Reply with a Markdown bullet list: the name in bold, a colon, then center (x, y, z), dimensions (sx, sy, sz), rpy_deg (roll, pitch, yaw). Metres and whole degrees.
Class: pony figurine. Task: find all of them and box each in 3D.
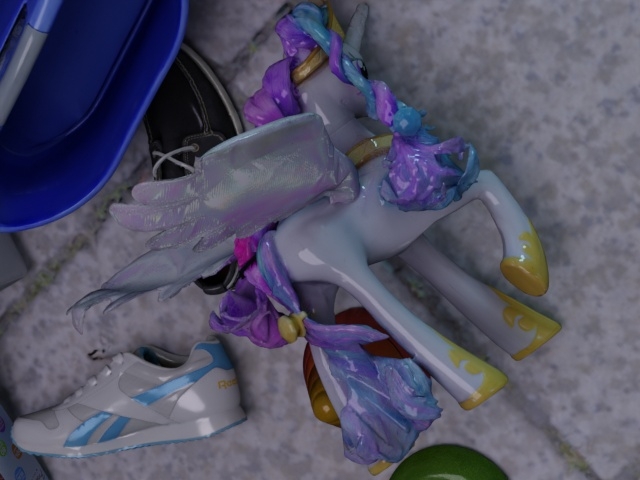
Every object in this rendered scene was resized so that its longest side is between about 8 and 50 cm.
- **pony figurine**: center (0.000, 0.000, 1.550), dimensions (0.363, 0.351, 0.303), rpy_deg (54, 152, 2)

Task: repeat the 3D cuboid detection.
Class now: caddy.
- **caddy**: center (-0.256, -0.169, 1.598), dimensions (0.241, 0.179, 0.341), rpy_deg (22, 113, -20)

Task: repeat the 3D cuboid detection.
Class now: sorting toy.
- **sorting toy**: center (0.087, 0.236, 1.665), dimensions (0.127, 0.126, 0.365), rpy_deg (-31, 90, 23)

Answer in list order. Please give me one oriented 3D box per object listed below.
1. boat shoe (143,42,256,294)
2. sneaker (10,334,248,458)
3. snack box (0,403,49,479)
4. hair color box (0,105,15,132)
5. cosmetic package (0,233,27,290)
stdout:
- **boat shoe**: center (-0.113, -0.066, 1.690), dimensions (0.084, 0.079, 0.233), rpy_deg (-13, 97, 24)
- **sneaker**: center (-0.183, 0.148, 1.768), dimensions (0.229, 0.087, 0.092), rpy_deg (-12, 91, 15)
- **snack box**: center (-0.375, 0.215, 1.826), dimensions (0.174, 0.070, 0.207), rpy_deg (-19, 112, 22)
- **hair color box**: center (-0.285, -0.193, 1.734), dimensions (0.093, 0.053, 0.167), rpy_deg (32, 112, 9)
- **cosmetic package**: center (-0.541, -0.008, 1.678), dimensions (0.329, 0.394, 0.327), rpy_deg (-26, 92, 25)
